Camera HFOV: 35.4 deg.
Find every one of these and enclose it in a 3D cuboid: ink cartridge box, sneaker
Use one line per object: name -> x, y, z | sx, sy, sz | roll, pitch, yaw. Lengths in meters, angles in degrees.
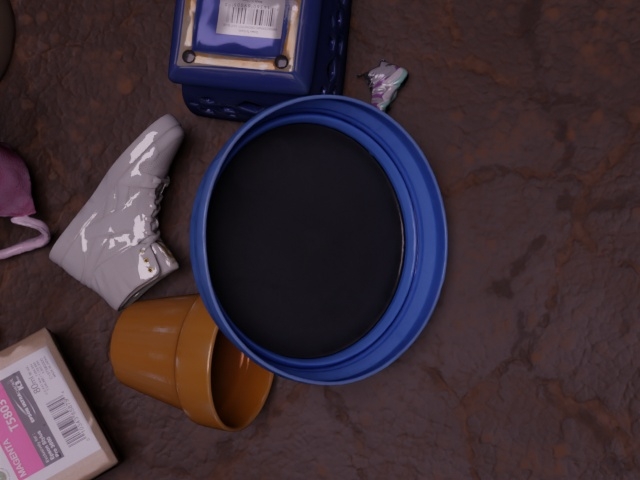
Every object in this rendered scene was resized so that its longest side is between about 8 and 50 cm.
ink cartridge box -> -0.435, 0.277, 1.489 | 0.193, 0.088, 0.234 | -30, 83, -12
sneaker -> 0.080, -0.226, 1.497 | 0.069, 0.038, 0.098 | 31, 82, 10
sneaker -> -0.257, -0.033, 1.504 | 0.169, 0.108, 0.292 | 40, 102, 7

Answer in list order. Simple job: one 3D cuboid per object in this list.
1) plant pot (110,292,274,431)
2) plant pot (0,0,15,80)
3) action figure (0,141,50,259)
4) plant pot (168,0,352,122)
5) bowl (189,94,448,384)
plant pot -> -0.189, 0.159, 1.440 | 0.188, 0.205, 0.205 | 5, 87, 24
plant pot -> -0.641, -0.336, 1.530 | 0.284, 0.191, 0.284 | 0, 87, 8
action figure -> -0.583, -0.099, 1.413 | 0.248, 0.370, 0.275 | -23, 82, 5
plant pot -> -0.089, -0.299, 1.437 | 0.236, 0.212, 0.235 | 7, 86, 9
bowl -> 0.000, 0.000, 1.368 | 0.391, 0.077, 0.391 | 1, 88, -32
